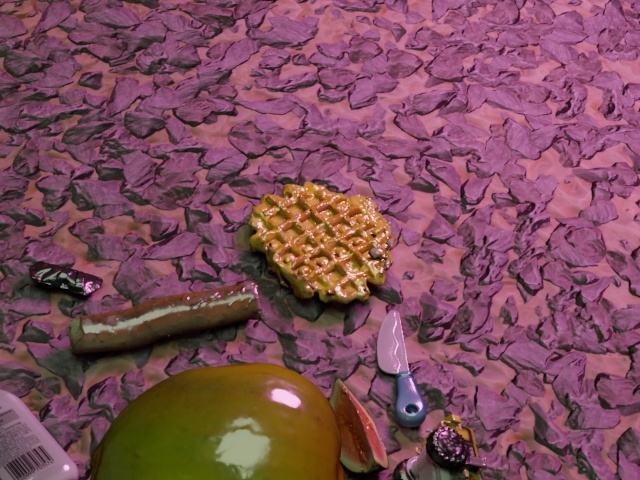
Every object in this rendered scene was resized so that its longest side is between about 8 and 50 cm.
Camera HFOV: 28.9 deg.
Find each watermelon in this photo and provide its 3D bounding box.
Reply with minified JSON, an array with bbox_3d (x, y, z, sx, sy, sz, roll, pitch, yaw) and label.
[{"bbox_3d":[0.049,0.302,1.898,0.069,0.087,0.163,-31,50,7],"label":"watermelon"}]

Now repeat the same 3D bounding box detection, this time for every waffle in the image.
[{"bbox_3d":[0.000,0.002,2.175,0.262,0.060,0.280,7,46,4],"label":"waffle"}]

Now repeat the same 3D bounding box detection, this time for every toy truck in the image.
[{"bbox_3d":[0.183,0.389,1.791,0.111,0.136,0.285,18,45,-18],"label":"toy truck"}]

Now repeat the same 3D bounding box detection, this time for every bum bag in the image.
[{"bbox_3d":[-0.429,0.064,2.083,0.124,0.034,0.058,12,33,4],"label":"bum bag"}]

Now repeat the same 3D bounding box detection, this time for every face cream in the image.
[{"bbox_3d":[-0.491,0.291,1.841,0.144,0.071,0.291,-32,59,-31],"label":"face cream"}]

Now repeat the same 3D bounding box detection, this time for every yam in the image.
[{"bbox_3d":[-0.251,0.127,2.023,0.317,0.067,0.071,-11,36,-18],"label":"yam"}]

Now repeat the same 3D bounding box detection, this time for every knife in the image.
[{"bbox_3d":[0.124,0.204,2.025,0.058,0.032,0.244,-10,44,-4],"label":"knife"}]

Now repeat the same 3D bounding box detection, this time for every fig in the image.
[{"bbox_3d":[-0.134,0.319,1.676,0.343,0.343,0.343,3,47,-3],"label":"fig"}]
